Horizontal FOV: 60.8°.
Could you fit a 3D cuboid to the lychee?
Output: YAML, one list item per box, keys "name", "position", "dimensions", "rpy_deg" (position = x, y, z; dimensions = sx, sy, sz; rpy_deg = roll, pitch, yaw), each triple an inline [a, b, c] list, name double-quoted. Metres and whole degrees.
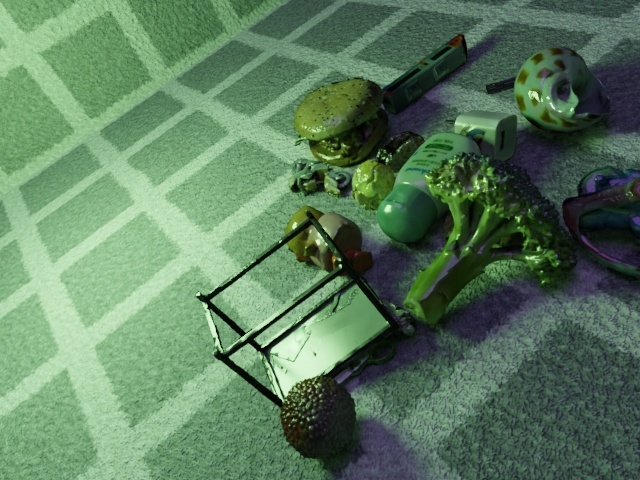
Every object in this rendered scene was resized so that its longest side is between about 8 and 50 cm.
- name: "lychee"
  position: [-0.004, 0.367, 1.147]
  dimensions: [0.165, 0.165, 0.197]
  rpy_deg: [-29, 2, -1]

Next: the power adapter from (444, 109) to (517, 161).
- name: "power adapter"
  position: [0.449, -0.308, 1.595]
  dimensions: [0.205, 0.130, 0.125]
  rpy_deg: [18, 35, 42]

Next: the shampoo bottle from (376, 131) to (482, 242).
- name: "shampoo bottle"
  position: [0.291, -0.139, 1.507]
  dimensions: [0.222, 0.151, 0.349]
  rpy_deg: [19, 60, 43]

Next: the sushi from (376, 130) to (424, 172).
- name: "sushi"
  position: [0.256, -0.279, 1.719]
  dimensions: [0.150, 0.090, 0.078]
  rpy_deg: [-37, 37, -7]

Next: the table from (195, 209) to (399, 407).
- name: "table"
  position: [-0.055, 0.160, 1.254]
  dimensions: [0.335, 0.272, 0.222]
  rpy_deg: [-37, 38, 2]

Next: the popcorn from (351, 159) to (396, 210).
- name: "popcorn"
  position: [0.155, -0.172, 1.629]
  dimensions: [0.162, 0.135, 0.141]
  rpy_deg: [-28, 60, -19]

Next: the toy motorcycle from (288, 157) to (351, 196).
- name: "toy motorcycle"
  position: [-0.014, -0.194, 1.789]
  dimensions: [0.229, 0.094, 0.130]
  rpy_deg: [22, 65, 28]

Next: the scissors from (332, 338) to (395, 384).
- name: "scissors"
  position: [0.077, 0.290, 1.274]
  dimensions: [0.204, 0.027, 0.101]
  rpy_deg: [-38, 40, -14]

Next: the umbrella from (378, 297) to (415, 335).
- name: "umbrella"
  position: [0.177, 0.184, 1.305]
  dimensions: [0.067, 0.062, 0.143]
  rpy_deg: [-19, 31, -20]

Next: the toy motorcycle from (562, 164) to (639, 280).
- name: "toy motorcycle"
  position: [0.709, -0.038, 1.188]
  dimensions: [0.319, 0.241, 0.182]
  rpy_deg: [11, 13, 40]

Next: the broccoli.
- name: "broccoli"
  position: [0.329, -0.028, 1.267]
  dimensions: [0.397, 0.275, 0.353]
  rpy_deg: [-30, 50, 21]

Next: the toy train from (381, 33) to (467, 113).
- name: "toy train"
  position: [0.395, -0.610, 1.986]
  dimensions: [0.409, 0.086, 0.089]
  rpy_deg: [-37, 42, -11]

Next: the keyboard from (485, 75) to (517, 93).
- name: "keyboard"
  position: [0.634, -0.525, 1.822]
  dimensions: [0.155, 0.010, 0.053]
  rpy_deg: [-13, 44, 18]

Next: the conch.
- name: "conch"
  position: [0.682, -0.432, 1.560]
  dimensions: [0.249, 0.197, 0.368]
  rpy_deg: [22, 57, 4]

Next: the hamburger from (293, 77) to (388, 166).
- name: "hamburger"
  position: [0.065, -0.398, 1.872]
  dimensions: [0.318, 0.195, 0.277]
  rpy_deg: [-4, 44, 29]

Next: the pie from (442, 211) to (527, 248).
- name: "pie"
  position: [0.430, -0.045, 1.406]
  dimensions: [0.218, 0.052, 0.185]
  rpy_deg: [13, 56, 40]

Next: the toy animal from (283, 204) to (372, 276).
- name: "toy animal"
  position: [-0.001, -0.005, 1.522]
  dimensions: [0.195, 0.169, 0.281]
  rpy_deg: [-3, 14, -43]
